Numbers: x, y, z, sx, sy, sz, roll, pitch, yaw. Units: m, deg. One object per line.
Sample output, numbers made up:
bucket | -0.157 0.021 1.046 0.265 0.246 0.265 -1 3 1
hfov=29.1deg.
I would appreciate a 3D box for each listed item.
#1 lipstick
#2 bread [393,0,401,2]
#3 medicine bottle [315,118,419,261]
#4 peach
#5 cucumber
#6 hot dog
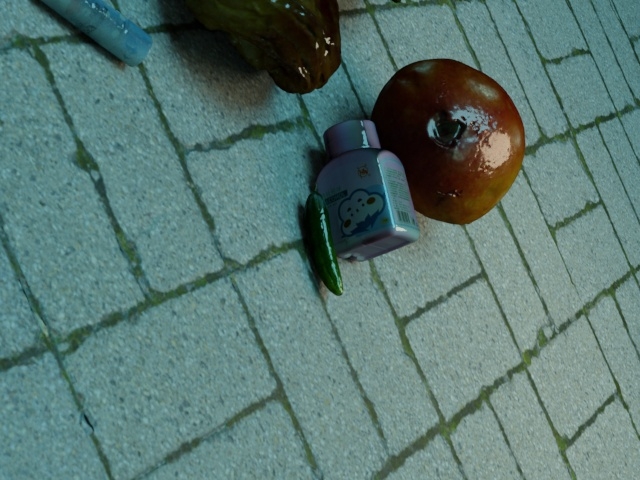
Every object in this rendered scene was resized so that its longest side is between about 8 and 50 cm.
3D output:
lipstick | -0.277 -0.274 1.504 0.158 0.048 0.048 35 44 -38
bread | 0.057 -0.569 2.003 0.366 0.129 0.382 51 15 -18
medicine bottle | 0.061 -0.075 1.792 0.094 0.119 0.188 14 59 -56
peach | 0.195 -0.152 1.914 0.281 0.238 0.280 -11 90 -75
cucumber | 0.000 0.000 1.735 0.039 0.039 0.167 4 69 -54
hot dog | -0.076 -0.364 1.742 0.267 0.174 0.387 44 27 -33
